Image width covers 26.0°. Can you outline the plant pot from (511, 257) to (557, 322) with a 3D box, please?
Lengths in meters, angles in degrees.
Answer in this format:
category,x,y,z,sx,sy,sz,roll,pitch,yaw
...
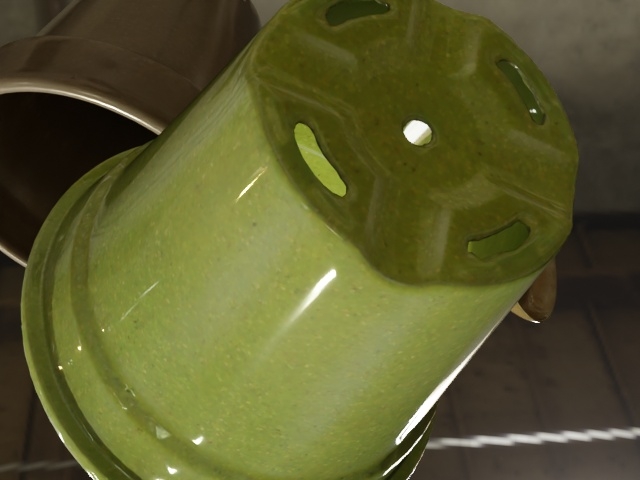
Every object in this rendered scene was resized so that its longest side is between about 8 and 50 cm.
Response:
category,x,y,z,sx,sy,sz,roll,pitch,yaw
plant pot,0.195,-0.025,1.474,0.032,0.236,0.236,-17,-152,24

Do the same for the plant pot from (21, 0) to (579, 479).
category,x,y,z,sx,sy,sz,roll,pitch,yaw
plant pot,0.000,0.000,0.763,0.276,0.254,0.276,13,-123,-20

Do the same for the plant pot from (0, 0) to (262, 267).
category,x,y,z,sx,sy,sz,roll,pitch,yaw
plant pot,-0.151,-0.110,1.143,0.263,0.263,0.229,7,-129,13
